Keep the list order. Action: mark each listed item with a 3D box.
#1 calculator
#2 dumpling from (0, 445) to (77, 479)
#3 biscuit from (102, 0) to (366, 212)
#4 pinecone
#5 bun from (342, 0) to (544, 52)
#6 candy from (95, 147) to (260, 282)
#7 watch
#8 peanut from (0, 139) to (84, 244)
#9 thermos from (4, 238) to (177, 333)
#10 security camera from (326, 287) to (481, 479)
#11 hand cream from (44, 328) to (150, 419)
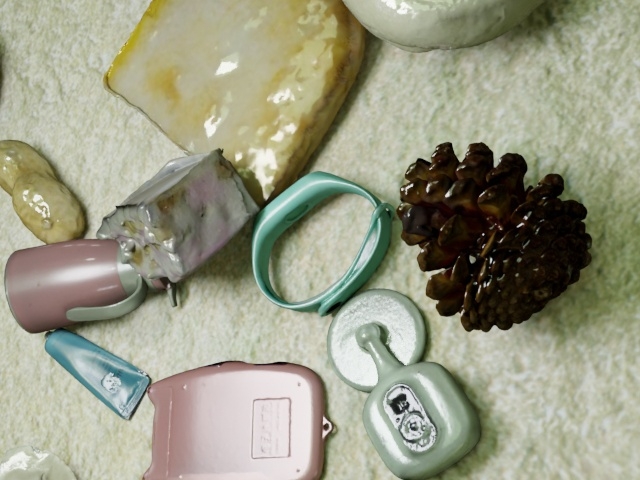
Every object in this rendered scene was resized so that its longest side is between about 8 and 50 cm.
[{"bbox_3d":[-0.134,0.289,1.555,0.329,0.048,0.220,-8,69,22],"label":"calculator"},{"bbox_3d":[-0.460,0.434,1.647,0.155,0.181,0.111,0,32,-3],"label":"dumpling"},{"bbox_3d":[-0.132,-0.315,1.714,0.429,0.104,0.446,33,92,28],"label":"biscuit"},{"bbox_3d":[0.213,-0.015,1.375,0.246,0.246,0.292,-47,43,6],"label":"pinecone"},{"bbox_3d":[0.186,-0.430,1.527,0.365,0.219,0.365,-3,72,8],"label":"bun"},{"bbox_3d":[-0.216,-0.039,1.575,0.195,0.137,0.185,-44,21,-30],"label":"candy"},{"bbox_3d":[0.000,0.000,1.558,0.237,0.068,0.195,-39,69,9],"label":"watch"},{"bbox_3d":[-0.511,-0.091,1.831,0.101,0.117,0.263,-33,57,-11],"label":"peanut"},{"bbox_3d":[-0.373,0.070,1.688,0.265,0.146,0.176,-11,38,14],"label":"thermos"},{"bbox_3d":[0.104,0.194,1.452,0.157,0.080,0.301,-38,58,12],"label":"security camera"},{"bbox_3d":[-0.383,0.212,1.711,0.224,0.048,0.083,28,87,26],"label":"hand cream"}]
